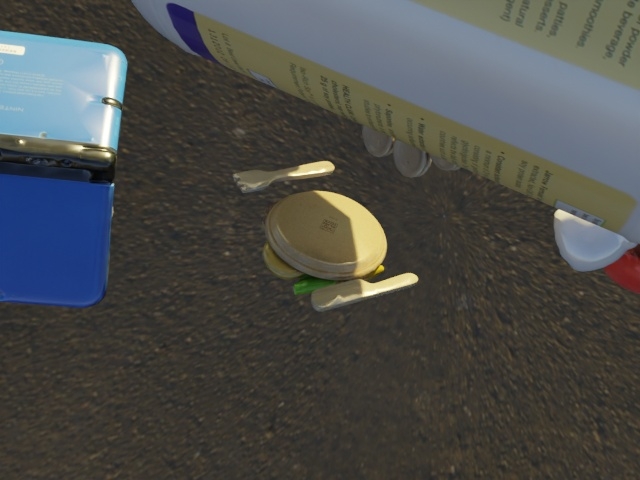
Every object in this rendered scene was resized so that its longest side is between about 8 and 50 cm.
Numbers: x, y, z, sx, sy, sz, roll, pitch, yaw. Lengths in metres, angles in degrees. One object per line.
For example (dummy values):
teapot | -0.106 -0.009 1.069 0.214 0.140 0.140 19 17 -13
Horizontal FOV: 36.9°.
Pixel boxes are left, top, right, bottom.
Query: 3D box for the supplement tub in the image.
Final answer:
supplement tub | 0.106 -0.139 0.398 0.331 0.241 0.241 25 94 12

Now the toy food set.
toy food set | 0.000 0.000 0.948 0.132 0.038 0.192 -11 49 -27

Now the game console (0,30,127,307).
game console | -0.368 -0.084 1.041 0.293 0.173 0.250 6 55 -11

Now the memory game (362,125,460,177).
memory game | 0.068 -0.136 0.686 0.012 0.186 0.186 -11 90 -35

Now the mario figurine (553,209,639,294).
mario figurine | 0.273 -0.085 0.724 0.198 0.320 0.170 -1 51 -9
